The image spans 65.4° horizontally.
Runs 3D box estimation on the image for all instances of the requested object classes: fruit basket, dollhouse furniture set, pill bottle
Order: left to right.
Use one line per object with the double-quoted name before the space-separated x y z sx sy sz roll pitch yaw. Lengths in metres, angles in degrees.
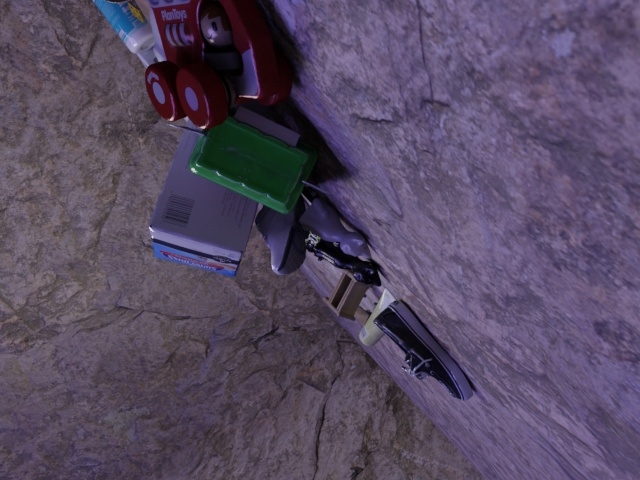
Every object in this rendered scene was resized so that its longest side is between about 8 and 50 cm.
"pill bottle" -0.617 -0.741 1.569 0.264 0.146 0.146 54 172 -15
"fruit basket" -0.138 -0.188 1.079 0.327 0.165 0.353 24 -168 -8
"dollhouse furniture set" 0.130 0.182 1.583 0.184 0.129 0.129 23 -171 -29

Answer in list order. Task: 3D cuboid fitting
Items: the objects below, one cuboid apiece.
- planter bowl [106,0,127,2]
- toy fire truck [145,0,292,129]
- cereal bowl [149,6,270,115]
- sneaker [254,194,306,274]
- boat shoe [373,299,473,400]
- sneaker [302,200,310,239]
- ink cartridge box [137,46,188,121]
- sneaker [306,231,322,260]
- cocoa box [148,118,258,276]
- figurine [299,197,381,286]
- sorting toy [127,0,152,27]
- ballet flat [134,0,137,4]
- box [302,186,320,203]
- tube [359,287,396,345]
"planter bowl" -0.497 -0.677 1.211 0.162 0.162 0.109 58 -162 -34
"toy fire truck" -0.187 -0.334 0.812 0.302 0.169 0.254 22 133 46
"cereal bowl" -0.264 -0.393 1.105 0.339 0.141 0.339 50 171 11
"sneaker" -0.108 -0.024 1.316 0.297 0.129 0.111 -90 -17 -45
"boat shoe" 0.258 0.300 1.279 0.306 0.105 0.113 51 170 2
"sneaker" -0.126 -0.095 1.577 0.268 0.153 0.101 54 172 -11
"ink cartridge box" -0.489 -0.551 1.740 0.306 0.131 0.226 48 171 21
"sneaker" 0.000 0.000 1.476 0.084 0.097 0.234 47 171 30
"cocoa box" -0.280 -0.115 1.312 0.231 0.347 0.228 16 157 -10
"figurine" 0.062 0.013 1.276 0.209 0.092 0.215 37 164 36
"sorting toy" -0.445 -0.633 1.348 0.274 0.046 0.132 31 161 34
"ballet flat" -0.560 -0.762 1.414 0.232 0.080 0.073 56 -176 -18
"box" -0.029 -0.127 1.367 0.083 0.018 0.067 48 171 31
"tube" 0.179 0.232 1.445 0.070 0.062 0.240 16 142 -5
